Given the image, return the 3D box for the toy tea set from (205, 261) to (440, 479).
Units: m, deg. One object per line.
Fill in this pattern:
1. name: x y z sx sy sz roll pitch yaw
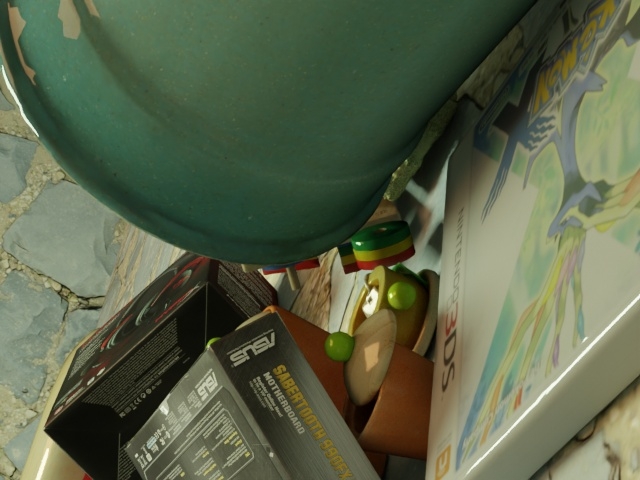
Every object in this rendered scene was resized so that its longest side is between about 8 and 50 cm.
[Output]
1. toy tea set: -0.010 0.107 0.998 0.336 0.124 0.200 129 157 -56

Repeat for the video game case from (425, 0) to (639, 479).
1. video game case: 0.147 -0.039 0.759 0.329 0.036 0.300 123 162 -46

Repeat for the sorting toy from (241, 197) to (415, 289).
1. sorting toy: 0.000 0.000 1.156 0.274 0.132 0.046 -109 2 -76

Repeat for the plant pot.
1. plant pot: 0.000 -0.208 0.909 0.334 0.341 0.341 -41 30 46

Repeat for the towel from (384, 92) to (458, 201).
1. towel: 0.068 -0.091 1.156 0.110 0.027 0.148 -57 14 10

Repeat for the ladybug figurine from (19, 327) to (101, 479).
1. ladybug figurine: -0.294 0.327 1.741 0.305 0.162 0.449 -117 45 -86

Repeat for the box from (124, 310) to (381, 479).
1. box: -0.039 0.172 0.926 0.056 0.183 0.231 -27 -12 -30

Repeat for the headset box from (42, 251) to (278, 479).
1. headset box: -0.155 0.114 1.423 0.218 0.110 0.293 -41 11 7
